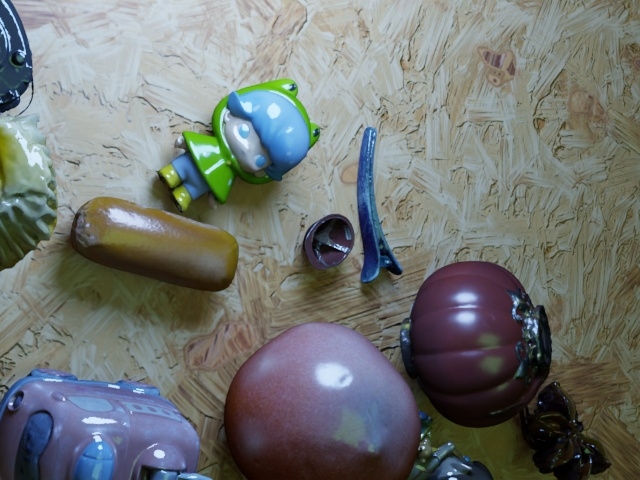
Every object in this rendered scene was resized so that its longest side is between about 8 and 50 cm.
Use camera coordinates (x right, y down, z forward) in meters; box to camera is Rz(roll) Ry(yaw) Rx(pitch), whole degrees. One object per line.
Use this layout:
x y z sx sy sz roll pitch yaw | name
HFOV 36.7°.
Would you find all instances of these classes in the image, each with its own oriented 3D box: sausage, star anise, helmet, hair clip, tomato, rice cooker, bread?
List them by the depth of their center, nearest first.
-0.528 -0.044 1.201 0.388 0.183 0.236 -4 82 -16 | bread
-0.459 -0.253 1.282 0.142 0.118 0.203 -27 106 -30 | rice cooker
-0.247 0.007 1.465 0.274 0.105 0.105 17 85 -34 | sausage
0.010 0.286 1.538 0.321 0.321 0.322 -4 97 -34 | tomato
0.000 0.000 1.658 0.111 0.057 0.089 -30 114 -34 | helmet
0.095 -0.064 1.725 0.083 0.048 0.275 -12 100 -29 | hair clip
0.499 0.410 2.008 0.190 0.126 0.220 -11 73 -33 | star anise

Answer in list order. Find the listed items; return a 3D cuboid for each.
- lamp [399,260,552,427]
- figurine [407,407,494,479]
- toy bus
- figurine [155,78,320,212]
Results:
0.280 0.185 1.742 0.303 0.257 0.303 -7 90 -69 | lamp
0.227 0.432 1.745 0.275 0.161 0.158 44 36 4 | figurine
-0.309 0.305 1.370 0.294 0.231 0.197 16 85 -35 | toy bus
-0.129 -0.147 1.517 0.263 0.143 0.162 -32 105 -10 | figurine
